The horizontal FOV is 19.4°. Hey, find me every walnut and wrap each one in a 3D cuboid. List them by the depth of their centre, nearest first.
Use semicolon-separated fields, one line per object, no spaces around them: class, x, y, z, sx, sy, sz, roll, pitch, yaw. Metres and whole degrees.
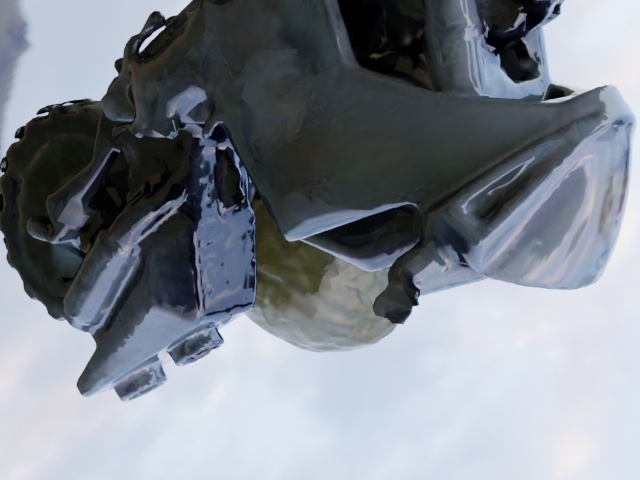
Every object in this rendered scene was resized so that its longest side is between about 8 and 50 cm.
walnut;0.000;0.000;0.737;0.092;0.092;0.092;-36;-158;17

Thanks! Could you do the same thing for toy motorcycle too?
toy motorcycle;0.000;-0.023;0.616;0.270;0.159;0.106;-36;167;35
